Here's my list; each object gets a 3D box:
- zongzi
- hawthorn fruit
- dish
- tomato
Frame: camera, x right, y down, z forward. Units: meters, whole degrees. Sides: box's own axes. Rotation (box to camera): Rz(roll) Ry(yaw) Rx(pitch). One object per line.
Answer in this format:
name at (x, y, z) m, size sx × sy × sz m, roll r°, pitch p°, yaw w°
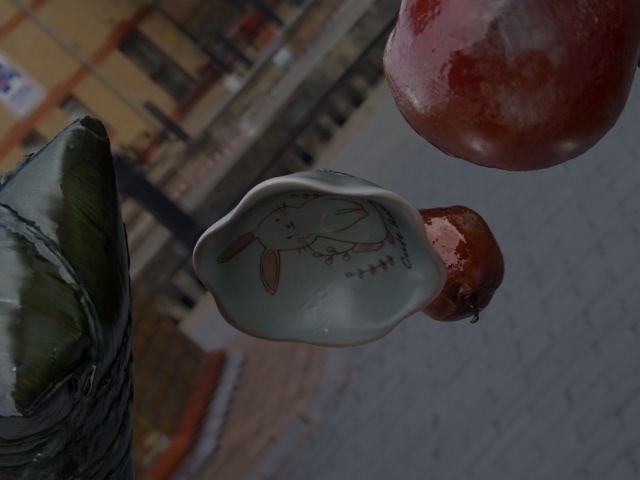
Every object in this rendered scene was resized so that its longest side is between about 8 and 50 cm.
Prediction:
zongzi at (-0.239, 0.136, 1.425) m, size 0.383 × 0.362 × 0.319 m, roll -34°, pitch 31°, yaw 40°
hawthorn fruit at (0.182, 0.044, 2.290) m, size 0.157 × 0.157 × 0.194 m, roll -45°, pitch 48°, yaw 21°
dish at (0.000, 0.000, 1.487) m, size 0.229 × 0.229 × 0.081 m, roll -43°, pitch 33°, yaw 36°
tomato at (0.232, -0.252, 1.831) m, size 0.334 × 0.290 × 0.176 m, roll -63°, pitch -4°, yaw -11°
